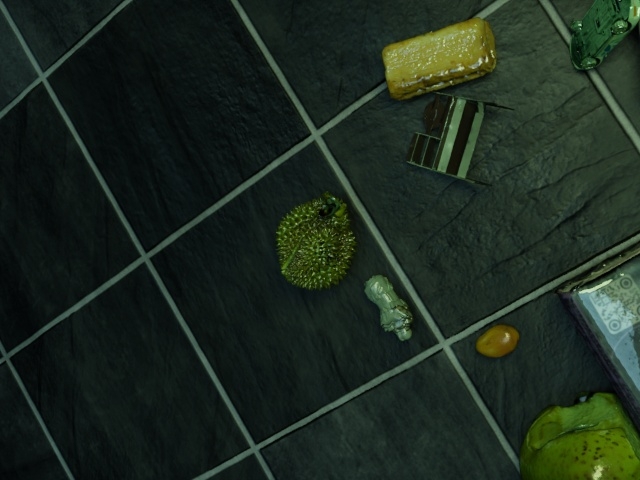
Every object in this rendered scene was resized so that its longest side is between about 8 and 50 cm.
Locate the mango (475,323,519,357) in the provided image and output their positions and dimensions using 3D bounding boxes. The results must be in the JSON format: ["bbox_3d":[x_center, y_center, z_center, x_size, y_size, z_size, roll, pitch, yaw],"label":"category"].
[{"bbox_3d":[0.338,0.194,1.377,0.089,0.046,0.060,-24,85,33],"label":"mango"}]

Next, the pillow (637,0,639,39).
[{"bbox_3d":[0.575,-0.360,1.199,0.059,0.169,0.255,-2,96,60],"label":"pillow"}]

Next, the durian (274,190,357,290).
[{"bbox_3d":[-0.008,0.001,1.435,0.159,0.146,0.198,6,92,35],"label":"durian"}]

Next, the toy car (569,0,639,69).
[{"bbox_3d":[0.480,-0.361,1.212,0.058,0.186,0.093,-7,72,-10],"label":"toy car"}]

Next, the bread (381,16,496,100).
[{"bbox_3d":[0.220,-0.337,1.339,0.211,0.083,0.114,-12,78,23],"label":"bread"}]

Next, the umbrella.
[{"bbox_3d":[0.139,0.135,1.434,0.067,0.062,0.143,-29,80,1],"label":"umbrella"}]

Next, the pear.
[{"bbox_3d":[0.442,0.396,1.250,0.238,0.255,0.164,-31,86,25],"label":"pear"}]

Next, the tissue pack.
[{"bbox_3d":[0.605,0.178,1.207,0.259,0.122,0.361,-31,85,0],"label":"tissue pack"}]

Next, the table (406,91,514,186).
[{"bbox_3d":[0.259,-0.194,1.351,0.175,0.062,0.146,27,106,49],"label":"table"}]
